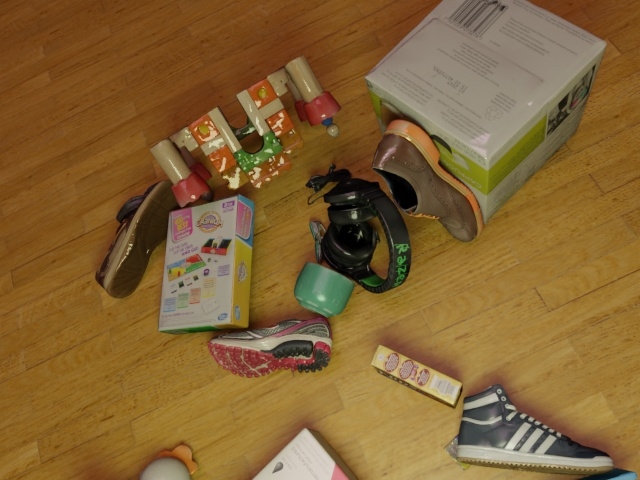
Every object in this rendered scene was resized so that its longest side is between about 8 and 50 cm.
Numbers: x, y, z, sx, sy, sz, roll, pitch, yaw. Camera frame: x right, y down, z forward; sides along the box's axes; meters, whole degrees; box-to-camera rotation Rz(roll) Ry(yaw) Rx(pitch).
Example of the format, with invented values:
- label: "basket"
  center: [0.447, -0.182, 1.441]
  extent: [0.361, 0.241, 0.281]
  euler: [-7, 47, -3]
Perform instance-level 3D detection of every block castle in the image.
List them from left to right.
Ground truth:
- label: "block castle"
  center: [-0.179, -0.261, 1.409]
  extent: [0.453, 0.303, 0.213]
  euler: [-31, 107, -1]

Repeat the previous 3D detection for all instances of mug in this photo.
- label: "mug"
  center: [0.002, 0.122, 1.306]
  extent: [0.129, 0.158, 0.097]
  euler: [25, 80, -2]

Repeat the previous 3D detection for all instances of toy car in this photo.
- label: "toy car"
  center: [-0.374, 0.548, 1.208]
  extent: [0.210, 0.219, 0.238]
  euler: [12, 43, 20]

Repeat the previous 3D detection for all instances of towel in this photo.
- label: "towel"
  center: [0.305, 0.427, 1.155]
  extent: [0.083, 0.009, 0.060]
  euler: [-42, 64, -5]

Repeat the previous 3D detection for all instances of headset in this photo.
- label: "headset"
  center: [0.093, -0.051, 1.305]
  extent: [0.185, 0.243, 0.394]
  euler: [-20, 43, -26]

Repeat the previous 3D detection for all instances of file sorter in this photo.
- label: "file sorter"
  center: [0.498, 0.495, 1.019]
  extent: [0.170, 0.118, 0.104]
  euler: [-19, 69, 6]

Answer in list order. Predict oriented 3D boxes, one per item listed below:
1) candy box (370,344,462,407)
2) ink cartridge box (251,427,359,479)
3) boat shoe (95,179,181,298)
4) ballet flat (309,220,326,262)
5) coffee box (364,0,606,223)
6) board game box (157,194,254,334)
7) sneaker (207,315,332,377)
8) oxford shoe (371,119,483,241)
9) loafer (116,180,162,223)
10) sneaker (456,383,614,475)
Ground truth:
- label: "candy box"
  center: [0.206, 0.290, 1.182]
  extent: [0.186, 0.109, 0.053]
  euler: [21, 75, 21]
- label: "ink cartridge box"
  center: [-0.054, 0.560, 1.133]
  extent: [0.283, 0.117, 0.207]
  euler: [-44, 65, -6]
- label: "boat shoe"
  center: [-0.494, -0.019, 1.485]
  extent: [0.123, 0.123, 0.342]
  euler: [27, 90, 33]
- label: "ballet flat"
  center: [0.000, 0.000, 1.396]
  extent: [0.041, 0.041, 0.114]
  euler: [-15, 66, 8]
- label: "coffee box"
  center: [0.359, -0.306, 1.264]
  extent: [0.338, 0.334, 0.337]
  euler: [-45, 65, -5]
- label: "board game box"
  center: [-0.281, 0.064, 1.375]
  extent: [0.242, 0.064, 0.316]
  euler: [-10, 70, 30]
- label: "sneaker"
  center: [-0.116, 0.244, 1.294]
  extent: [0.299, 0.121, 0.112]
  euler: [-4, 41, 12]
- label: "oxford shoe"
  center: [0.229, -0.093, 1.218]
  extent: [0.130, 0.363, 0.133]
  euler: [9, 61, 55]
- label: "loafer"
  center: [-0.490, -0.094, 1.550]
  extent: [0.170, 0.062, 0.061]
  euler: [-37, 69, -1]
- label: "sneaker"
  center: [0.411, 0.368, 1.089]
  extent: [0.282, 0.099, 0.153]
  euler: [-2, 60, 20]
